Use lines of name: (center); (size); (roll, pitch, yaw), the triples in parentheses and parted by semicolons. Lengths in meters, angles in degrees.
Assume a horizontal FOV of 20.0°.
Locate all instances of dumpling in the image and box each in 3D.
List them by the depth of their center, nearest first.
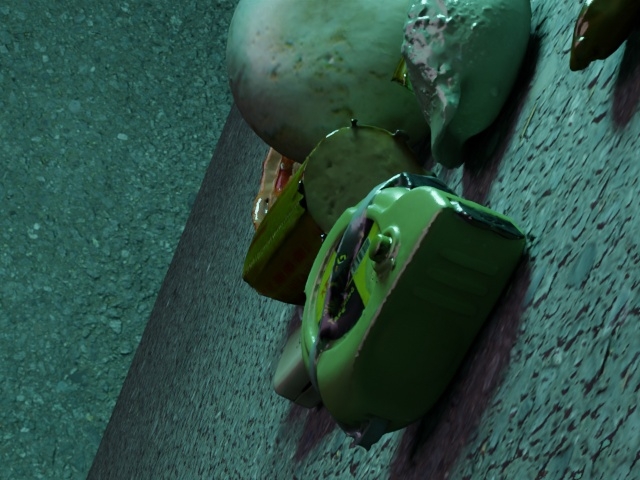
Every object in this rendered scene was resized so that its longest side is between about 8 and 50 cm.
dumpling: (0.112, -0.159, 1.519); (0.219, 0.108, 0.152); (-68, 9, -29)

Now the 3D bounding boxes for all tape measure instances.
tape measure: (0.057, 0.044, 1.311); (0.200, 0.106, 0.175); (-66, 22, 16)

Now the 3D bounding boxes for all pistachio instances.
pistachio: (0.205, -0.185, 1.213); (0.089, 0.049, 0.173); (80, -157, -58)

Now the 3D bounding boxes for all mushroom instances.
mushroom: (0.039, -0.177, 1.796); (0.243, 0.243, 0.243); (-156, 90, -82)

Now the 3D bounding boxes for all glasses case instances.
glasses case: (0.010, 0.088, 1.654); (0.196, 0.050, 0.083); (-53, 13, 57)

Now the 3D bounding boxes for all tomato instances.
tomato: (0.007, -0.078, 1.975); (0.228, 0.101, 0.228); (-165, 90, -76)

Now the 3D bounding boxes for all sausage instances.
sausage: (-0.001, 0.001, 1.742); (0.125, 0.117, 0.317); (-34, -7, -24)

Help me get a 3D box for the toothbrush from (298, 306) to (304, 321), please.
toothbrush: (-0.013, 0.092, 1.914); (0.017, 0.014, 0.162); (-45, 11, 8)

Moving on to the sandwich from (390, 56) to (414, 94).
sandwich: (0.122, -0.176, 1.618); (0.116, 0.074, 0.074); (-64, 6, 4)
